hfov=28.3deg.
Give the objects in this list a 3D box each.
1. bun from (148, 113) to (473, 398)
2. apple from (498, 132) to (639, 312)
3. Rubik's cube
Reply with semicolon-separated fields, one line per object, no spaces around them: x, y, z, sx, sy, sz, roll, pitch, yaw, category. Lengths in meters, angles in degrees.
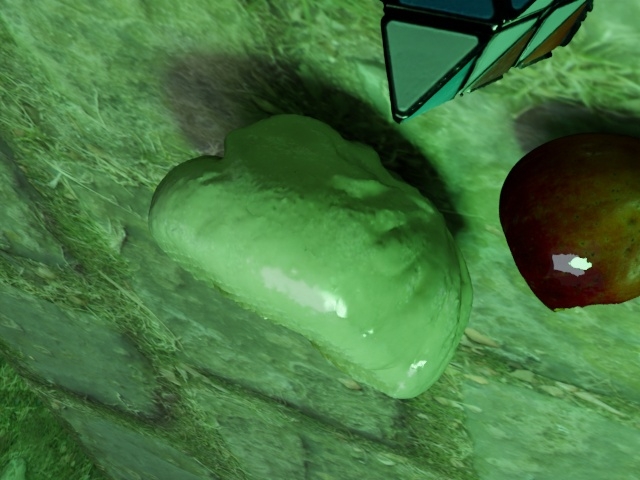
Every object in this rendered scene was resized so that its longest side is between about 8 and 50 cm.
0.000;0.000;1.368;0.365;0.219;0.365;32;171;6;bun
0.247;-0.022;1.140;0.158;0.156;0.147;-26;124;27;apple
0.162;-0.261;0.915;0.234;0.284;0.250;-25;87;38;Rubik's cube
